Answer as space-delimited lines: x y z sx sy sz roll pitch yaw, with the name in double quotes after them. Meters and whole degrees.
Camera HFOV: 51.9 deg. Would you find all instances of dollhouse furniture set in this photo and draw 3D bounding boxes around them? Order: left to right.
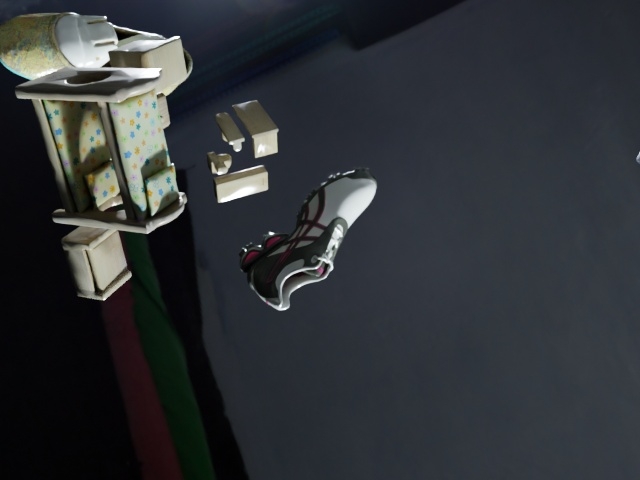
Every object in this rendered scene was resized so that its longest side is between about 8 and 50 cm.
-0.139 -0.064 0.563 0.161 0.101 0.181 -54 -36 -53 "dollhouse furniture set"
-0.178 -0.192 1.413 0.151 0.144 0.123 91 154 -44 "dollhouse furniture set"

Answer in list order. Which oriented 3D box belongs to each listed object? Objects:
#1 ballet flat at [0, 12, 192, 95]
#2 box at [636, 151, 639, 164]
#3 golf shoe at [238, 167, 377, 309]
-0.338 -0.302 1.052 0.348 0.123 0.123 -6 -109 -60 "ballet flat"
0.521 -0.111 0.289 0.472 0.480 0.297 40 165 16 "box"
0.000 0.000 1.071 0.120 0.273 0.105 51 -176 37 "golf shoe"
